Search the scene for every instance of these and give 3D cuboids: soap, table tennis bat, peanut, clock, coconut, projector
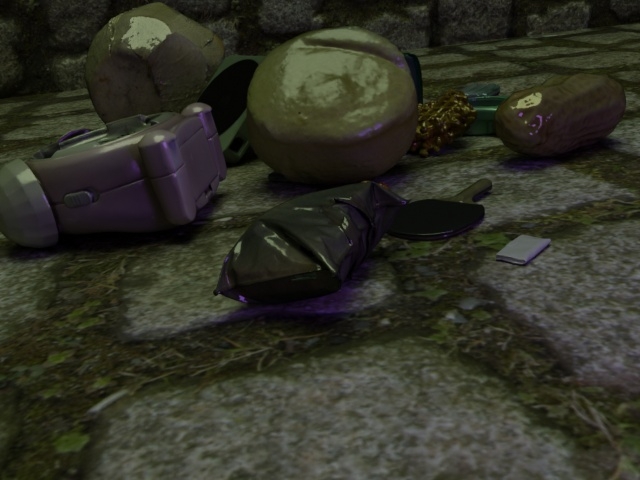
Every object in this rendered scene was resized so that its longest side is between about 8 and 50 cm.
[{"bbox_3d":[0.412,-0.370,1.810,0.100,0.056,0.149,10,26,30],"label":"soap"},{"bbox_3d":[0.197,-0.052,1.082,0.138,0.022,0.246,11,28,38],"label":"table tennis bat"},{"bbox_3d":[0.454,-0.240,1.329,0.313,0.152,0.152,-21,26,-30],"label":"peanut"},{"bbox_3d":[-0.351,-0.111,1.177,0.326,0.184,0.342,-7,15,8],"label":"clock"},{"bbox_3d":[0.365,-0.287,1.591,0.211,0.066,0.159,3,22,23],"label":"clock"},{"bbox_3d":[-0.416,-0.437,1.814,0.346,0.346,0.360,0,29,15],"label":"coconut"},{"bbox_3d":[-0.199,-0.304,1.599,0.259,0.079,0.257,21,77,50],"label":"projector"}]

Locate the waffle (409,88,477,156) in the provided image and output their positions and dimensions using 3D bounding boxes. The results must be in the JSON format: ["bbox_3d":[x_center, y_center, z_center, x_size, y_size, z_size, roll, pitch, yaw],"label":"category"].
[{"bbox_3d":[0.229,-0.257,1.484,0.193,0.070,0.197,-28,32,-9],"label":"waffle"}]

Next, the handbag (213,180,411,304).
[{"bbox_3d":[0.000,0.000,0.866,0.183,0.117,0.270,-11,17,27],"label":"handbag"}]

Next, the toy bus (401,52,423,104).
[{"bbox_3d":[0.055,-0.357,1.700,0.344,0.183,0.199,-12,20,-20],"label":"toy bus"}]

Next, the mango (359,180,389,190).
[{"bbox_3d":[0.047,-0.051,1.063,0.127,0.063,0.077,-11,25,2],"label":"mango"}]

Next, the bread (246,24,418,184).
[{"bbox_3d":[0.022,-0.238,1.300,0.321,0.237,0.320,-5,60,9],"label":"bread"}]

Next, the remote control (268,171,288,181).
[{"bbox_3d":[-0.054,-0.141,1.388,0.053,0.017,0.124,7,24,28],"label":"remote control"}]

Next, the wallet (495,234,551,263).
[{"bbox_3d":[0.266,0.011,0.911,0.044,0.011,0.083,12,27,39],"label":"wallet"}]
